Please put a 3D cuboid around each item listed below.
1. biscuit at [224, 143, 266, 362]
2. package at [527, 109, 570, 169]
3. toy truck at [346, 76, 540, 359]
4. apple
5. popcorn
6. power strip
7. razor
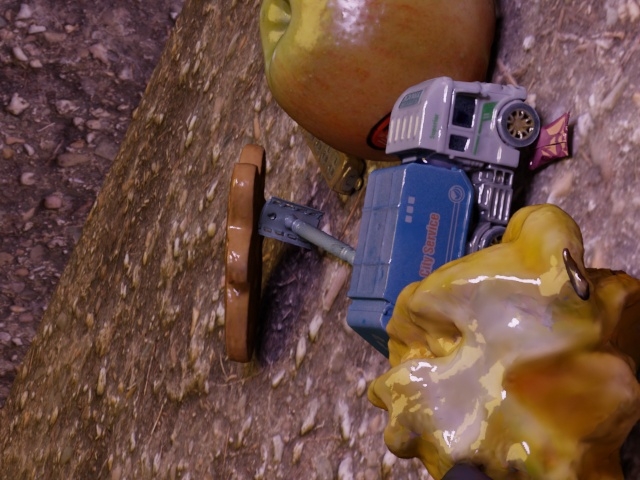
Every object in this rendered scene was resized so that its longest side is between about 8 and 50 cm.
[{"bbox_3d":[-0.127,0.027,2.367,0.275,0.052,0.355,-78,-8,-67],"label":"biscuit"},{"bbox_3d":[0.279,-0.121,1.762,0.083,0.029,0.059,-22,60,62],"label":"package"},{"bbox_3d":[0.150,-0.019,1.777,0.146,0.175,0.367,174,107,-68],"label":"toy truck"},{"bbox_3d":[0.068,-0.283,2.006,0.338,0.305,0.338,-44,37,46],"label":"apple"},{"bbox_3d":[0.210,0.144,1.485,0.316,0.281,0.297,-38,71,10],"label":"popcorn"},{"bbox_3d":[0.012,-0.161,2.377,0.064,0.044,0.305,-64,24,21],"label":"power strip"},{"bbox_3d":[0.000,0.000,2.251,0.232,0.106,0.068,31,102,57],"label":"razor"}]
